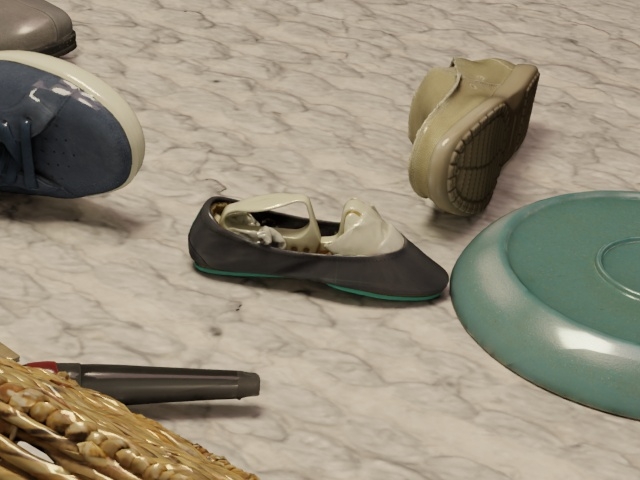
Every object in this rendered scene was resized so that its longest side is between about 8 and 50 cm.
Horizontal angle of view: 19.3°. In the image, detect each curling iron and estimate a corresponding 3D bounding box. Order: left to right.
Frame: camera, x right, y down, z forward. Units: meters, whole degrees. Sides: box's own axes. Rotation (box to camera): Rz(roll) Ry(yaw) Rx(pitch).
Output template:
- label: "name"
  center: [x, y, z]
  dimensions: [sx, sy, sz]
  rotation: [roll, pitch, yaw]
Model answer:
- label: "curling iron"
  center: [-0.174, 0.106, 1.240]
  dimensions: [0.274, 0.035, 0.068]
  rotation: [-2, 41, -18]

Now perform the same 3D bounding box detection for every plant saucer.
- label: "plant saucer"
  center: [0.259, 0.037, 1.444]
  dimensions: [0.317, 0.044, 0.317]
  rotation: [4, 29, -2]

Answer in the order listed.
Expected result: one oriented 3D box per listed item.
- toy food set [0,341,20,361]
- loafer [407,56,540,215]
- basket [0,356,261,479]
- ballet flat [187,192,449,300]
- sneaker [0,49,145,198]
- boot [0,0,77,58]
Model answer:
- label: "toy food set"
  center: [-0.269, 0.081, 1.278]
  dimensions: [0.078, 0.019, 0.122]
  rotation: [29, 36, 35]
- label: "loafer"
  center: [0.116, -0.094, 1.603]
  dimensions: [0.092, 0.102, 0.268]
  rotation: [13, 20, 15]
- label: "basket"
  center: [-0.113, 0.201, 0.956]
  dimensions: [0.299, 0.213, 0.223]
  rotation: [25, -5, 20]
- label: "ballet flat"
  center: [0.000, 0.000, 1.429]
  dimensions: [0.203, 0.074, 0.074]
  rotation: [8, 29, 1]
- label: "sneaker"
  center: [-0.315, -0.072, 1.455]
  dimensions: [0.350, 0.131, 0.148]
  rotation: [8, 35, 14]
- label: "boot"
  center: [-0.369, -0.298, 1.734]
  dimensions: [0.338, 0.223, 0.118]
  rotation: [21, 31, 25]
